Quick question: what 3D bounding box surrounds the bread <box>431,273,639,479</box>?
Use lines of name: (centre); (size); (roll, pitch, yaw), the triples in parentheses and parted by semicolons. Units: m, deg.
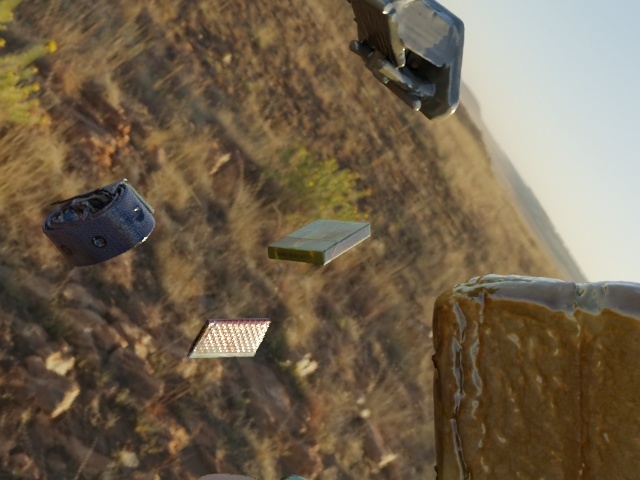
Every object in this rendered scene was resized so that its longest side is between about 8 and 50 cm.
bread: (0.290, 0.199, 0.858); (0.148, 0.327, 0.337); (-29, 115, -61)

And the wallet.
wallet: (-0.199, 0.216, 1.733); (0.196, 0.103, 0.020); (7, 29, -49)

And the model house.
model house: (0.079, -0.270, 0.945); (0.188, 0.122, 0.229); (29, 20, -48)

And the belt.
belt: (-0.437, -0.039, 1.515); (0.126, 0.230, 0.140); (54, 40, -30)

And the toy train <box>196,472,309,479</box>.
toy train: (-0.091, 0.404, 0.917); (0.116, 0.177, 0.286); (-81, -179, -80)

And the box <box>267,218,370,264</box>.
box: (0.000, 0.000, 1.494); (0.193, 0.121, 0.030); (-29, 120, -57)
